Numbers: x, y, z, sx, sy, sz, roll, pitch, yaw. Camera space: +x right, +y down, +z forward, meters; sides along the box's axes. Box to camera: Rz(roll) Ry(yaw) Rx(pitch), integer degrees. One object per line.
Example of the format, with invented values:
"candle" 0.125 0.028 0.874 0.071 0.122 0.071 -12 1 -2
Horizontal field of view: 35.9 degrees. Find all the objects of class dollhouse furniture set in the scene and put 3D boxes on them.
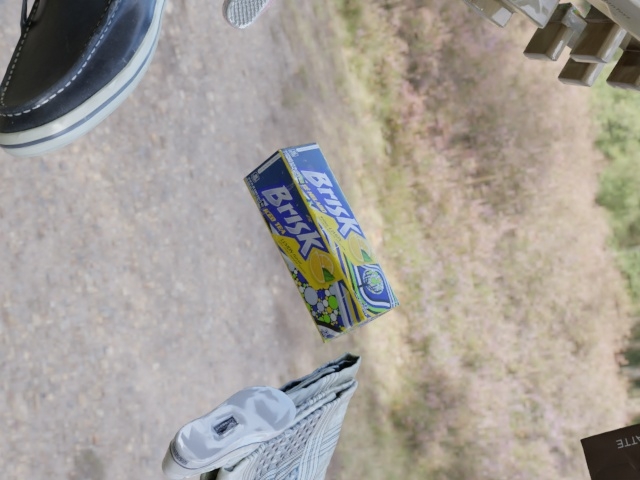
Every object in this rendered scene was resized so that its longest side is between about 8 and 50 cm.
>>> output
"dollhouse furniture set" 0.186 -0.224 0.666 0.212 0.161 0.242 30 2 -20

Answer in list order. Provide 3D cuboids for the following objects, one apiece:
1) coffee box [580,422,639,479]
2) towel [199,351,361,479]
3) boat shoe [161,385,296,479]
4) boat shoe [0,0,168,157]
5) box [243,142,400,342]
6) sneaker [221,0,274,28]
"coffee box" 0.339 0.220 0.867 0.246 0.141 0.098 30 43 -54
"towel" -0.064 0.329 1.343 0.312 0.056 0.324 -18 130 -52
"boat shoe" -0.057 0.120 0.606 0.035 0.035 0.100 50 38 15
"boat shoe" -0.259 -0.312 1.144 0.156 0.187 0.500 52 50 -45
"box" 0.000 0.000 0.882 0.054 0.059 0.169 -18 77 -48
"sneaker" -0.066 -0.300 1.151 0.051 0.134 0.070 44 -4 -18
